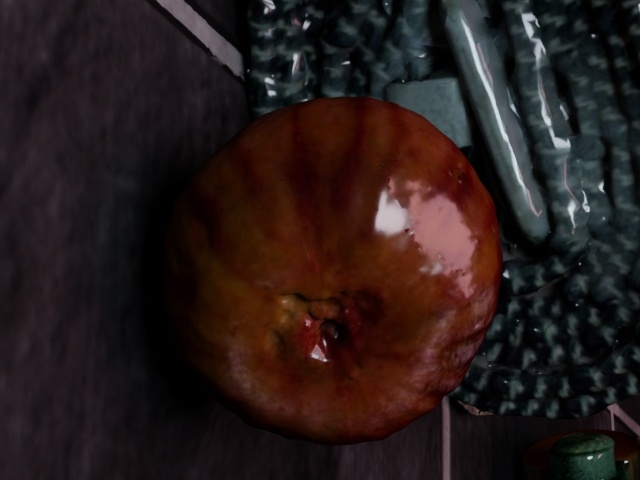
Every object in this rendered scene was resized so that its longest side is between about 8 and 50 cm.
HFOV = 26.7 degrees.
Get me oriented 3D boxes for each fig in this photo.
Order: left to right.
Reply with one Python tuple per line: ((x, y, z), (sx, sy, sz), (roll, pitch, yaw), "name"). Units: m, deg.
((-0.002, 0.013, 0.501), (0.150, 0.128, 0.128), (155, -68, -71), "fig")

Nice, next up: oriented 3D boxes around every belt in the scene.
((0.083, -0.077, 0.612), (0.160, 0.206, 0.295), (-29, 95, -62), "belt")

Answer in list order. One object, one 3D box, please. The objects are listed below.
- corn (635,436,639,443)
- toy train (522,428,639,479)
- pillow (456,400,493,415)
((0.324, 0.240, 1.276), (0.207, 0.068, 0.068), (47, 42, -53), "corn")
((0.193, 0.262, 0.915), (0.177, 0.116, 0.285), (-37, 117, -78), "toy train")
((0.100, -0.008, 0.840), (0.130, 0.038, 0.233), (-14, 97, -63), "pillow")
